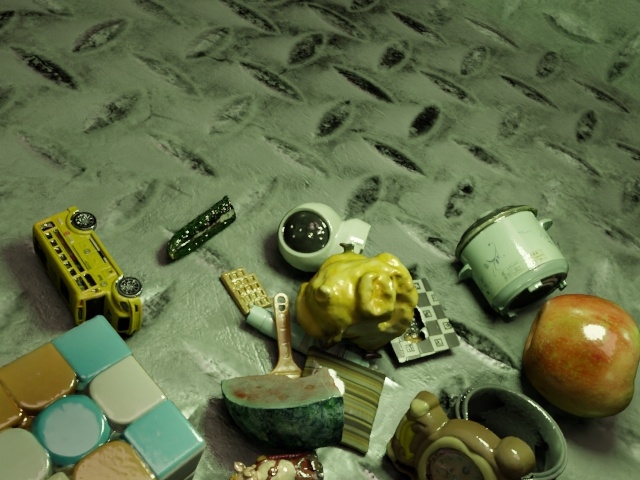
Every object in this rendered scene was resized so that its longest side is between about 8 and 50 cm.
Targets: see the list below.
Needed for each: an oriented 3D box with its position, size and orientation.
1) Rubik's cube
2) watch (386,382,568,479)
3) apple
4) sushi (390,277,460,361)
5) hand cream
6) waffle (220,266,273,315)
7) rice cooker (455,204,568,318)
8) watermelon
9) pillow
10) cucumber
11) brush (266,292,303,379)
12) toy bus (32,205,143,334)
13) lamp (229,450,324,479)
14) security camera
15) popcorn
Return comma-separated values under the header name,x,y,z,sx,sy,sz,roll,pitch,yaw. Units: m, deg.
name,x,y,z,sx,sy,sz,roll,pitch,yaw
Rubik's cube,-0.466,0.414,1.416,0.346,0.347,0.344,-30,66,-36
watch,0.381,0.470,1.770,0.335,0.314,0.326,39,36,27
apple,0.671,0.292,1.983,0.277,0.319,0.319,12,45,16
sushi,0.242,0.219,2.048,0.192,0.050,0.215,-11,62,-24
hand cream,-0.033,0.258,1.915,0.331,0.058,0.085,29,33,-3
waffle,-0.191,0.128,1.981,0.092,0.021,0.135,-20,63,-31
rice cooker,0.536,0.045,2.170,0.316,0.264,0.317,-6,71,19
watermelon,-0.072,0.372,1.711,0.318,0.148,0.226,2,24,30
pillow,0.041,0.378,1.825,0.208,0.052,0.212,23,57,-9
cucumber,-0.318,-0.030,2.030,0.077,0.077,0.265,40,51,14
brush,-0.087,0.259,1.857,0.103,0.013,0.272,1,72,-21
toy bus,-0.546,0.085,1.800,0.151,0.145,0.331,-23,60,-33
lamp,-0.119,0.512,1.626,0.253,0.118,0.118,1,52,-22
security camera,0.000,0.000,2.052,0.236,0.195,0.195,24,47,3
popcorn,0.084,0.140,1.866,0.297,0.316,0.281,-6,74,0
